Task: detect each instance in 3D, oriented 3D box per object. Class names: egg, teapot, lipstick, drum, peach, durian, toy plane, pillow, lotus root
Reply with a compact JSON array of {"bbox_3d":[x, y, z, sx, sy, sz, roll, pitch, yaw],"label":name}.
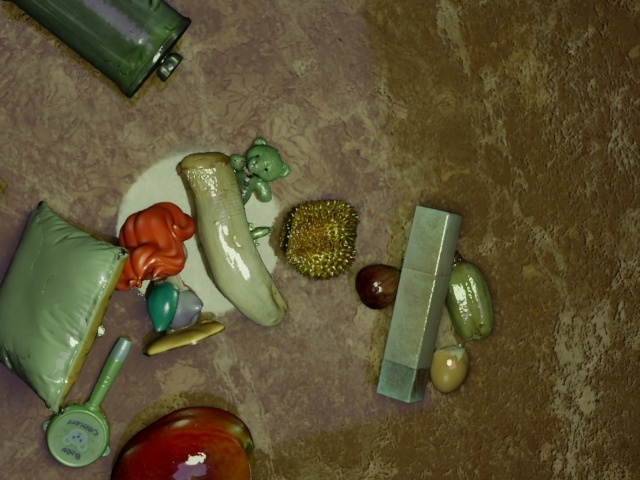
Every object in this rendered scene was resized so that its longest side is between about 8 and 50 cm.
[{"bbox_3d":[0.254,0.254,2.012,0.080,0.080,0.096,0,99,-10],"label":"egg"},{"bbox_3d":[-0.377,-0.426,1.799,0.337,0.200,0.270,39,129,-12],"label":"teapot"},{"bbox_3d":[0.192,0.122,1.972,0.076,0.079,0.372,14,94,29],"label":"lipstick"},{"bbox_3d":[-0.439,0.296,1.901,0.130,0.049,0.253,11,90,-11],"label":"drum"},{"bbox_3d":[-0.256,0.429,1.875,0.274,0.245,0.249,-13,64,1],"label":"peach"},{"bbox_3d":[0.000,0.000,1.934,0.168,0.137,0.158,-5,72,-19],"label":"durian"},{"bbox_3d":[-0.144,-0.006,1.950,0.111,0.040,0.102,-18,97,-10],"label":"toy plane"},{"bbox_3d":[-0.475,0.109,1.787,0.119,0.312,0.310,20,91,-47],"label":"pillow"},{"bbox_3d":[0.288,0.106,2.013,0.090,0.077,0.183,-18,89,13],"label":"lotus root"}]

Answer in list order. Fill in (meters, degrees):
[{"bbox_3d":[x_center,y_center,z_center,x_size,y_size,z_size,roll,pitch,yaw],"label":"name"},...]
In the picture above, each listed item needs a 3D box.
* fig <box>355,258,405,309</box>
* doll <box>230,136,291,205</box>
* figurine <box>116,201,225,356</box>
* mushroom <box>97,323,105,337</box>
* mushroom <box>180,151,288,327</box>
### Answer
[{"bbox_3d":[0.131,0.079,1.990,0.125,0.089,0.089,-27,97,-27],"label":"fig"},{"bbox_3d":[-0.135,-0.119,1.937,0.150,0.077,0.115,-44,88,5],"label":"doll"},{"bbox_3d":[-0.290,0.068,1.849,0.208,0.181,0.257,-23,96,-30],"label":"figurine"},{"bbox_3d":[-0.453,0.161,1.910,0.101,0.019,0.049,9,91,-10],"label":"mushroom"},{"bbox_3d":[-0.159,0.000,1.877,0.122,0.095,0.351,-28,100,-44],"label":"mushroom"}]
